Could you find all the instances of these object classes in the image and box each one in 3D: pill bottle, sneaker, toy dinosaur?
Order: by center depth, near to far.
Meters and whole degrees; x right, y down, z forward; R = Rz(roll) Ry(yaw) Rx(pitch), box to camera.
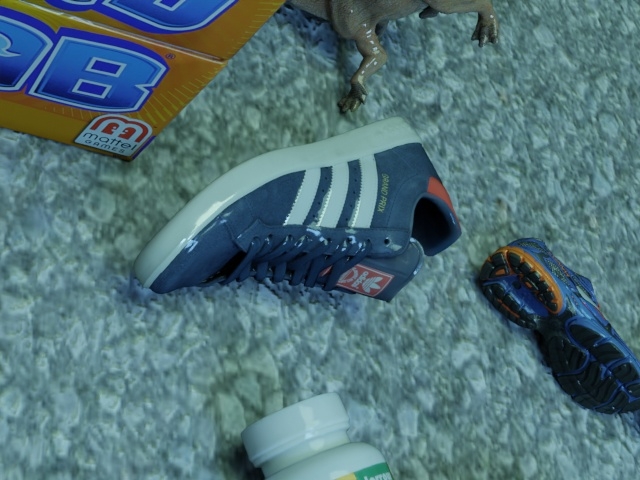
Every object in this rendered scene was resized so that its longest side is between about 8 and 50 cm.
[{"bbox_3d":[0.014,0.233,1.119,0.118,0.117,0.208,-12,72,-39],"label":"pill bottle"},{"bbox_3d":[0.000,0.000,1.229,0.350,0.131,0.148,-24,77,-42],"label":"sneaker"},{"bbox_3d":[0.063,-0.265,1.366,0.127,0.296,0.200,-109,175,-48],"label":"toy dinosaur"},{"bbox_3d":[0.258,0.080,1.408,0.221,0.083,0.087,51,39,-6],"label":"sneaker"}]

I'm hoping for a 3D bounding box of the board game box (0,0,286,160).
[{"bbox_3d":[-0.228,-0.331,1.099,0.356,0.356,0.356,14,59,-30],"label":"board game box"}]
